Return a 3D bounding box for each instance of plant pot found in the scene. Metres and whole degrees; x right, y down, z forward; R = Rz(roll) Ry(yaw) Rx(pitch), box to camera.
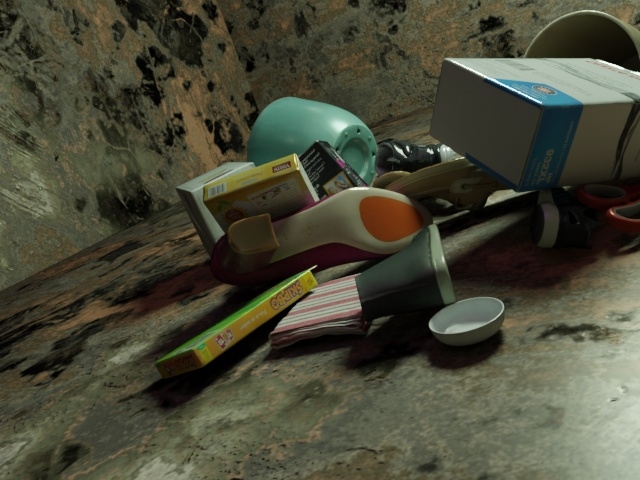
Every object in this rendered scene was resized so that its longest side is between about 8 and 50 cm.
[{"bbox_3d":[0.585,-0.317,1.294,0.274,0.256,0.256,-10,4,-38],"label":"plant pot"},{"bbox_3d":[0.000,-0.210,1.623,0.235,0.293,0.293,15,35,42],"label":"plant pot"}]

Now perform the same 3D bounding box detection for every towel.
[{"bbox_3d":[0.024,0.093,0.915,0.144,0.029,0.197,-15,12,24],"label":"towel"}]

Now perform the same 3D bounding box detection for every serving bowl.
[{"bbox_3d":[0.162,0.093,0.701,0.083,0.027,0.083,-19,14,5],"label":"serving bowl"}]

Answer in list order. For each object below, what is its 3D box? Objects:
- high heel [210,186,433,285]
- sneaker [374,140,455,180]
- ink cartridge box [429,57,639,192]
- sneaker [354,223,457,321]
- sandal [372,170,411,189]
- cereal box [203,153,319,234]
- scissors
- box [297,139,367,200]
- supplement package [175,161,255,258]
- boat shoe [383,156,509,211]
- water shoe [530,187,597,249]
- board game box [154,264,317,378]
[{"bbox_3d":[0.000,0.000,1.104,0.377,0.127,0.181,-3,-19,-20],"label":"high heel"},{"bbox_3d":[0.189,-0.160,1.342,0.153,0.101,0.268,4,2,1],"label":"sneaker"},{"bbox_3d":[0.358,-0.186,0.965,0.307,0.129,0.223,-8,32,-25],"label":"ink cartridge box"},{"bbox_3d":[0.107,0.038,0.844,0.118,0.083,0.222,-14,8,10],"label":"sneaker"},{"bbox_3d":[0.133,-0.065,1.291,0.088,0.079,0.240,6,-13,-13],"label":"sandal"},{"bbox_3d":[-0.078,-0.032,1.138,0.173,0.240,0.047,-18,48,8],"label":"cereal box"},{"bbox_3d":[0.468,-0.064,0.870,0.297,0.021,0.109,-12,34,-30],"label":"scissors"},{"bbox_3d":[-0.009,-0.106,1.332,0.163,0.142,0.247,-42,2,10],"label":"box"},{"bbox_3d":[-0.200,-0.055,1.430,0.145,0.204,0.262,-28,15,-15],"label":"supplement package"},{"bbox_3d":[0.264,-0.099,1.128,0.302,0.098,0.109,-14,3,6],"label":"boat shoe"},{"bbox_3d":[0.333,-0.028,0.879,0.080,0.073,0.203,12,23,15],"label":"water shoe"},{"bbox_3d":[-0.113,0.116,0.954,0.259,0.039,0.124,-36,6,-41],"label":"board game box"}]
